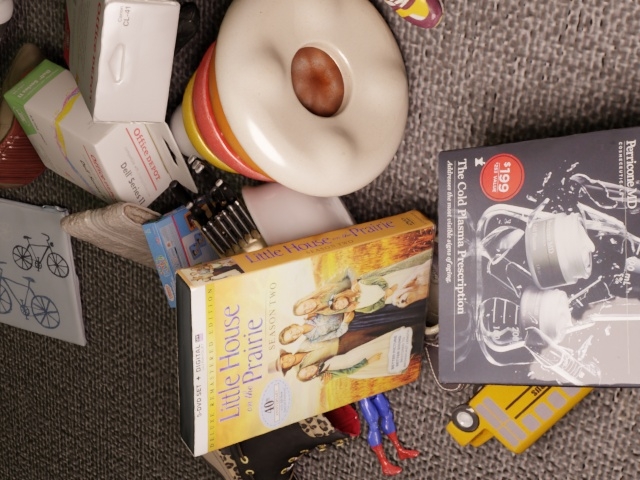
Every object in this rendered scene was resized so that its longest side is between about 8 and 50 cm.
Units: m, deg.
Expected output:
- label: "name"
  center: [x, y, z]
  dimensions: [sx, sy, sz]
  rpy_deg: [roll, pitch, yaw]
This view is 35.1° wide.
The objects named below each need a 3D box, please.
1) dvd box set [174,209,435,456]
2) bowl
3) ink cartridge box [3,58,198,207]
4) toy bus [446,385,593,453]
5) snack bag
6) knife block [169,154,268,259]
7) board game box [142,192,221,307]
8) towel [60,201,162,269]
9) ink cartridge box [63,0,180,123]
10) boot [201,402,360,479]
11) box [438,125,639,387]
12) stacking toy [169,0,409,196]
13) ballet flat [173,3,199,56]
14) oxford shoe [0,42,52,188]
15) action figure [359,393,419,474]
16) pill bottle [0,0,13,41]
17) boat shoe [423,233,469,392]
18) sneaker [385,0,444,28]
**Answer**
- label: "dvd box set"
  center: [-0.019, 0.138, 1.556]
  dimensions: [0.062, 0.420, 0.308]
  rpy_deg: [40, 135, 48]
- label: "bowl"
  center: [0.000, 0.000, 1.704]
  dimensions: [0.134, 0.298, 0.298]
  rpy_deg: [-33, 90, 4]
- label: "ink cartridge box"
  center: [-0.409, -0.178, 1.885]
  dimensions: [0.353, 0.119, 0.207]
  rpy_deg: [27, 152, 33]
- label: "toy bus"
  center: [0.347, 0.231, 1.638]
  dimensions: [0.130, 0.108, 0.333]
  rpy_deg: [43, 127, 10]
- label: "snack bag"
  center: [-0.670, 0.057, 2.299]
  dimensions: [0.323, 0.037, 0.343]
  rpy_deg: [11, 116, 30]
- label: "knife block"
  center: [-0.164, -0.029, 1.771]
  dimensions: [0.088, 0.276, 0.242]
  rpy_deg: [-37, 89, -4]
- label: "board game box"
  center: [-0.222, 0.010, 1.861]
  dimensions: [0.039, 0.211, 0.160]
  rpy_deg: [-8, 105, 37]
- label: "towel"
  center: [-0.332, -0.001, 1.914]
  dimensions: [0.187, 0.282, 0.049]
  rpy_deg: [-11, 66, 36]
- label: "ink cartridge box"
  center: [-0.354, -0.363, 1.753]
  dimensions: [0.306, 0.131, 0.226]
  rpy_deg: [53, 138, 49]
- label: "boot"
  center: [-0.051, 0.401, 1.949]
  dimensions: [0.284, 0.138, 0.377]
  rpy_deg: [-24, 116, 23]
- label: "box"
  center: [0.342, 0.034, 1.432]
  dimensions: [0.312, 0.179, 0.344]
  rpy_deg: [-5, 81, 34]
- label: "stacking toy"
  center: [-0.121, -0.214, 1.678]
  dimensions: [0.479, 0.350, 0.351]
  rpy_deg: [-12, 103, 52]
- label: "ballet flat"
  center: [-0.275, -0.372, 1.849]
  dimensions: [0.057, 0.049, 0.173]
  rpy_deg: [34, 140, -32]
- label: "oxford shoe"
  center: [-0.612, -0.253, 2.099]
  dimensions: [0.348, 0.123, 0.130]
  rpy_deg: [-56, 49, 38]
- label: "action figure"
  center: [0.115, 0.278, 1.828]
  dimensions: [0.139, 0.091, 0.280]
  rpy_deg: [-23, 97, 45]
- label: "pill bottle"
  center: [-0.714, -0.449, 2.030]
  dimensions: [0.162, 0.162, 0.278]
  rpy_deg: [46, 128, 9]
- label: "boat shoe"
  center: [0.196, 0.135, 1.707]
  dimensions: [0.102, 0.092, 0.285]
  rpy_deg: [4, 112, 33]
- label: "sneaker"
  center: [0.105, -0.389, 1.548]
  dimensions: [0.185, 0.084, 0.070]
  rpy_deg: [45, 128, 11]
